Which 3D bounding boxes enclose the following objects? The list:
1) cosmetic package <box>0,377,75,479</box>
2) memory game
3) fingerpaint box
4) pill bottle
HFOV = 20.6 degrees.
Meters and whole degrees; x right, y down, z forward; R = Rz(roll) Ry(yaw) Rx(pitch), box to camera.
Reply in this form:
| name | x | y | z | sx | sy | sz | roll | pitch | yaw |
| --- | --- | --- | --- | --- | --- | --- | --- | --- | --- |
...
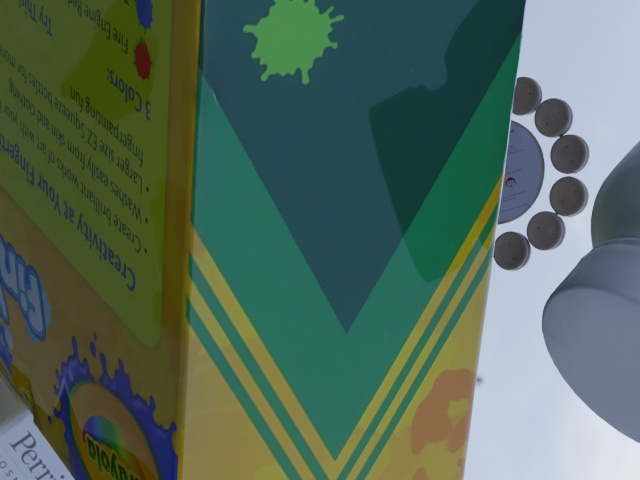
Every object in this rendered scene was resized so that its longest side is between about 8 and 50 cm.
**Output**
| name | x | y | z | sx | sy | sz | roll | pitch | yaw |
| --- | --- | --- | --- | --- | --- | --- | --- | --- | --- |
| cosmetic package | -0.279 | 0.247 | 1.080 | 0.197 | 0.365 | 0.155 | 55 | -2 | -19 |
| memory game | 0.163 | -0.062 | 1.624 | 0.012 | 0.186 | 0.186 | 7 | 93 | -57 |
| fingerpaint box | -0.088 | -0.099 | 0.881 | 0.445 | 0.163 | 0.371 | 41 | -47 | 50 |
| pill bottle | 0.193 | -0.014 | 0.751 | 0.221 | 0.124 | 0.124 | -44 | 166 | -27 |
